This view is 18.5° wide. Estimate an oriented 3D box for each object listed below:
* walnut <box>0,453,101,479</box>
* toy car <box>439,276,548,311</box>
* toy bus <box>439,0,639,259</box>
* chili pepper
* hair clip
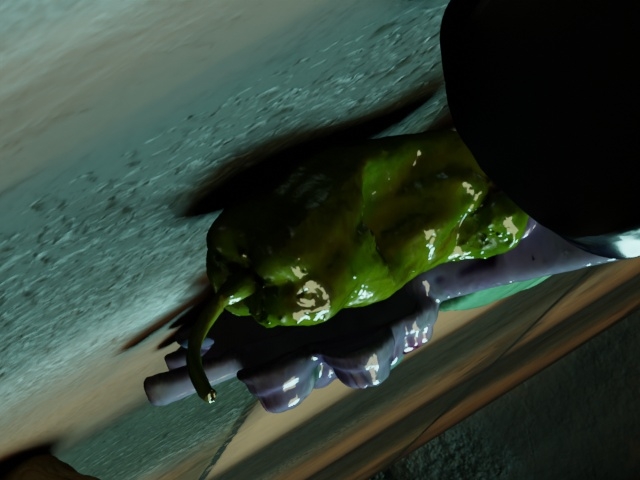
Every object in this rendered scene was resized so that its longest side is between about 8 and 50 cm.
[{"bbox_3d":[-0.152,0.170,1.076,0.105,0.105,0.124,-38,-176,23],"label":"walnut"},{"bbox_3d":[0.186,-0.061,1.033,0.320,0.097,0.141,-41,167,33],"label":"toy car"},{"bbox_3d":[0.181,-0.118,0.674,0.147,0.127,0.302,-27,168,-49],"label":"toy bus"},{"bbox_3d":[0.001,-0.002,0.831,0.073,0.072,0.204,14,-157,43],"label":"chili pepper"},{"bbox_3d":[0.043,0.021,0.965,0.278,0.090,0.137,-35,-170,15],"label":"hair clip"}]
